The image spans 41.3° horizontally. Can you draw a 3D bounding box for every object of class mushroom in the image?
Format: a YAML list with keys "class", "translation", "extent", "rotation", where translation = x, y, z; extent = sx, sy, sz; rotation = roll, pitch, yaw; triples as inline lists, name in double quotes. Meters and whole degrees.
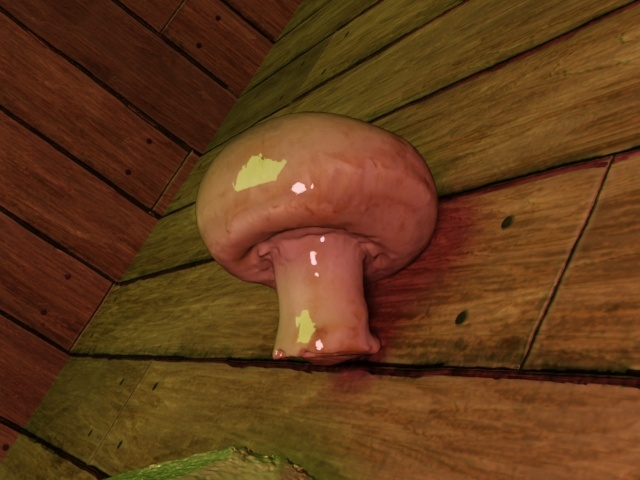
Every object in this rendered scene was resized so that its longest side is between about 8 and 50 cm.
- class: "mushroom"
  translation: [0.000, 0.000, 1.014]
  extent: [0.298, 0.298, 0.289]
  rotation: [-33, 55, 46]

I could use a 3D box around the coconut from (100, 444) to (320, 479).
- class: "coconut"
  translation: [-0.107, 0.319, 0.653]
  extent: [0.328, 0.329, 0.281]
  rotation: [-101, 18, -65]
